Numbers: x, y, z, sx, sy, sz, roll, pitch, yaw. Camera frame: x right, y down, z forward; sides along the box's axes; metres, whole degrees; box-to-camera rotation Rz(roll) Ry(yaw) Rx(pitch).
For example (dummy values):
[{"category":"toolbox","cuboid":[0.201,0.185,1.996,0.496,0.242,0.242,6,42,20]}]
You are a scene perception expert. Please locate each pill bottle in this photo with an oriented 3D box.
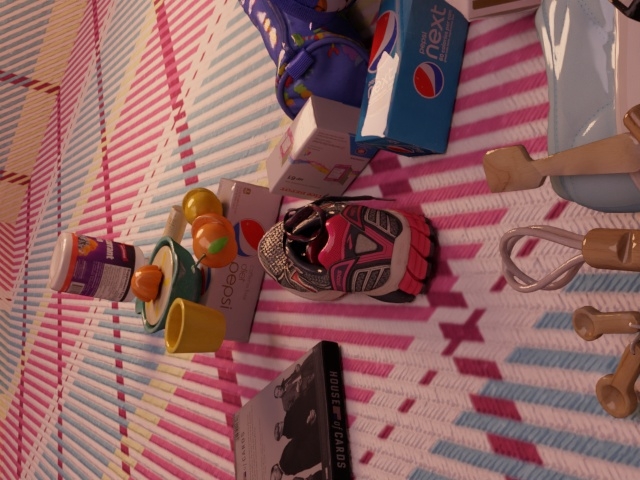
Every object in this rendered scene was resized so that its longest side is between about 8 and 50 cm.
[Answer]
[{"category":"pill bottle","cuboid":[-0.386,0.054,1.585,0.108,0.193,0.108,-35,48,53]}]

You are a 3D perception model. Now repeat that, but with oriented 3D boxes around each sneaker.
[{"category":"sneaker","cuboid":[0.202,-0.196,0.590,0.150,0.135,0.366,-7,73,57]},{"category":"sneaker","cuboid":[0.000,0.000,0.935,0.299,0.112,0.121,-6,73,63]}]

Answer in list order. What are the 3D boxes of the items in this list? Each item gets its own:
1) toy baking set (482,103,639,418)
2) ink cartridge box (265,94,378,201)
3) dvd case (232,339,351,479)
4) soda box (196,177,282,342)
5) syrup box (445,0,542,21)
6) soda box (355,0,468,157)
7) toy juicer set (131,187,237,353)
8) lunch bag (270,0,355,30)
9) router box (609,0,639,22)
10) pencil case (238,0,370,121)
[{"category":"toy baking set","cuboid":[0.185,0.019,0.527,0.256,0.030,0.197,60,151,19]},{"category":"ink cartridge box","cuboid":[0.002,-0.100,0.998,0.122,0.088,0.052,-49,41,45]},{"category":"dvd case","cuboid":[-0.040,0.244,1.002,0.239,0.029,0.179,-46,40,48]},{"category":"soda box","cuboid":[-0.120,0.026,1.203,0.069,0.074,0.216,22,99,63]},{"category":"syrup box","cuboid":[0.141,-0.309,0.697,0.093,0.096,0.237,-116,15,-52]},{"category":"soda box","cuboid":[0.097,-0.194,0.870,0.067,0.071,0.210,3,82,63]},{"category":"toy juicer set","cuboid":[-0.207,0.025,1.191,0.329,0.089,0.209,14,92,64]},{"category":"lunch bag","cuboid":[0.015,-0.443,0.931,0.328,0.239,0.385,-55,34,25]},{"category":"router box","cuboid":[0.245,-0.152,0.437,0.133,0.179,0.046,-60,34,30]},{"category":"pencil case","cuboid":[-0.026,-0.266,1.080,0.119,0.133,0.306,-47,38,23]}]
